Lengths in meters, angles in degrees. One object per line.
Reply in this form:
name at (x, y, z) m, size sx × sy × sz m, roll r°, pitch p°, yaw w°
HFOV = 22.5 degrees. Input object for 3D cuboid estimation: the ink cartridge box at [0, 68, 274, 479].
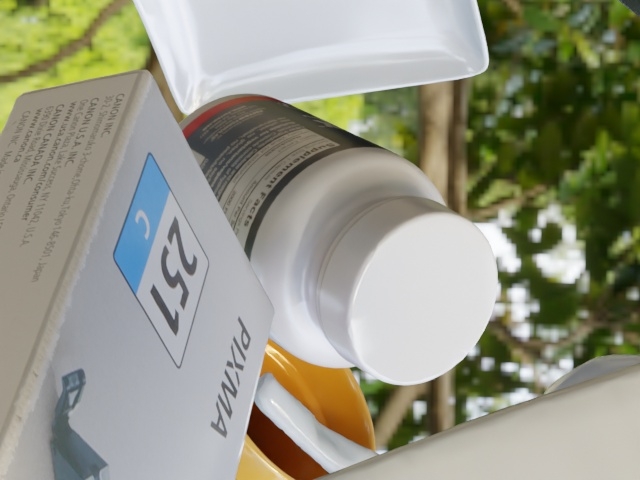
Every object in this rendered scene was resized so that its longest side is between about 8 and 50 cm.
ink cartridge box at (-0.072, 0.129, 0.588) m, size 0.066 × 0.261 × 0.296 m, roll -8°, pitch -139°, yaw 19°

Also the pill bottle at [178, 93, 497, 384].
pill bottle at (0.000, 0.000, 0.772) m, size 0.108 × 0.108 × 0.180 m, roll -6°, pitch -159°, yaw -31°

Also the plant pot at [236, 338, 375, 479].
plant pot at (-0.088, 0.180, 1.443) m, size 0.188 × 0.205 × 0.205 m, roll -37°, pitch 170°, yaw 29°

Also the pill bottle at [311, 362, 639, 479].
pill bottle at (0.089, 0.223, 0.400) m, size 0.204 × 0.361 × 0.204 m, roll -20°, pitch 169°, yaw -4°

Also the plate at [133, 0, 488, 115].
plate at (-0.015, -0.215, 1.309) m, size 0.277 × 0.045 × 0.278 m, roll -8°, pitch 145°, yaw 8°

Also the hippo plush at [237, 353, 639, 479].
hippo plush at (0.130, 0.180, 0.895) m, size 0.236 × 0.234 × 0.294 m, roll -32°, pitch -115°, yaw -29°

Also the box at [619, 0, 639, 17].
box at (0.275, -0.250, 1.080) m, size 0.180 × 0.147 × 0.077 m, roll -32°, pitch -117°, yaw -29°
